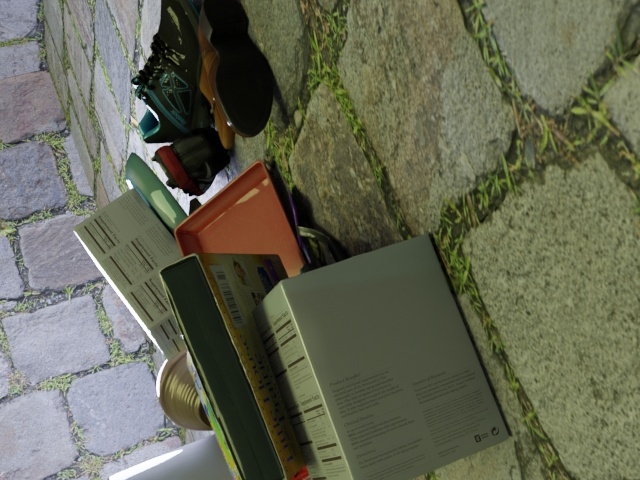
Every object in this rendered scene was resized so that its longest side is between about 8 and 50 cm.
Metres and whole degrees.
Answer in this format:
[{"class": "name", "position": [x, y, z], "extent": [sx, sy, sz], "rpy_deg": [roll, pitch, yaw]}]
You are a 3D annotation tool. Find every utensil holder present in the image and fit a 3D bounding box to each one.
[{"class": "utensil holder", "position": [-0.228, 0.583, 2.122], "extent": [0.327, 0.386, 0.327], "rpy_deg": [163, 90, -72]}]

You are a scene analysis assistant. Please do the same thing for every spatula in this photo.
[{"class": "spatula", "position": [0.000, 0.000, 1.515], "extent": [0.296, 0.030, 0.084], "rpy_deg": [43, 149, 55]}]

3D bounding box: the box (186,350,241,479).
[{"class": "box", "position": [-0.121, 0.272, 1.873], "extent": [0.279, 0.177, 0.290], "rpy_deg": [63, 159, 24]}]

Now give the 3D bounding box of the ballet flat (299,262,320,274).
[{"class": "ballet flat", "position": [0.009, 0.088, 1.498], "extent": [0.203, 0.074, 0.074], "rpy_deg": [84, 161, -59]}]

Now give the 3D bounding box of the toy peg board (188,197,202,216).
[{"class": "toy peg board", "position": [-0.192, -0.006, 2.012], "extent": [0.160, 0.079, 0.161], "rpy_deg": [50, 157, 15]}]

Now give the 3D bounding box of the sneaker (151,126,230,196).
[{"class": "sneaker", "position": [-0.234, -0.156, 1.939], "extent": [0.097, 0.135, 0.276], "rpy_deg": [58, -177, 4]}]

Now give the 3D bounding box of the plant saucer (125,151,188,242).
[{"class": "plant saucer", "position": [-0.300, -0.035, 1.973], "extent": [0.317, 0.044, 0.317], "rpy_deg": [49, 167, 15]}]

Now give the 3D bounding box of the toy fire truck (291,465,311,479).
[{"class": "toy fire truck", "position": [-0.035, 0.356, 1.683], "extent": [0.192, 0.135, 0.047], "rpy_deg": [-39, 23, 43]}]

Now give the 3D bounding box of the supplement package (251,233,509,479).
[{"class": "supplement package", "position": [0.063, 0.162, 1.220], "extent": [0.198, 0.199, 0.262], "rpy_deg": [133, 118, -69]}]

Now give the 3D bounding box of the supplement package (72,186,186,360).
[{"class": "supplement package", "position": [-0.327, 0.068, 1.911], "extent": [0.262, 0.145, 0.204], "rpy_deg": [50, 167, 19]}]

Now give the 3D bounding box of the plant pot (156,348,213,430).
[{"class": "plant pot", "position": [-0.221, 0.321, 2.091], "extent": [0.110, 0.237, 0.237], "rpy_deg": [-132, 31, -56]}]

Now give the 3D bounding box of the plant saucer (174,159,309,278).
[{"class": "plant saucer", "position": [-0.125, 0.032, 1.711], "extent": [0.259, 0.048, 0.258], "rpy_deg": [-35, 69, 35]}]

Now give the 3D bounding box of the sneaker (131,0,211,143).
[{"class": "sneaker", "position": [-0.285, -0.316, 1.869], "extent": [0.340, 0.140, 0.125], "rpy_deg": [93, 155, -43]}]

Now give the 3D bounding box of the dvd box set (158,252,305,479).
[{"class": "dvd box set", "position": [-0.078, 0.167, 1.401], "extent": [0.307, 0.062, 0.420], "rpy_deg": [67, -170, 5]}]

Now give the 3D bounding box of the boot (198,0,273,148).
[{"class": "boot", "position": [-0.161, -0.232, 1.665], "extent": [0.280, 0.096, 0.264], "rpy_deg": [112, 137, -63]}]
